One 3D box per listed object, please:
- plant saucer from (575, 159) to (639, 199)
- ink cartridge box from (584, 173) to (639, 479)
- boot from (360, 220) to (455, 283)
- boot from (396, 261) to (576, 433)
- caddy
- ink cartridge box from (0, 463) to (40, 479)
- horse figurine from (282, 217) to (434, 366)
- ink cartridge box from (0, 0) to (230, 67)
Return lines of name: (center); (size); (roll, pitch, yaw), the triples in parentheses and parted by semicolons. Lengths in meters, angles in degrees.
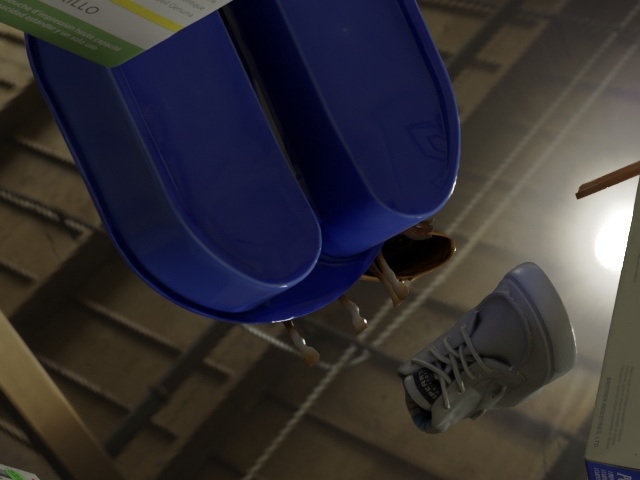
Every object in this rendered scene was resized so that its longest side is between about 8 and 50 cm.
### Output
plant saucer: (0.286, -0.061, 1.261); (0.083, 0.013, 0.083); (-22, 178, -1)
ink cartridge box: (0.168, 0.032, 0.618); (0.046, 0.097, 0.207); (7, -120, 20)
boot: (-0.010, 0.006, 1.508); (0.295, 0.104, 0.211); (-10, -167, -16)
boot: (0.133, 0.108, 1.110); (0.123, 0.258, 0.095); (-24, -112, -10)
caddy: (-0.058, -0.109, 0.910); (0.241, 0.341, 0.179); (-26, -175, -23)
ink cartridge box: (-0.417, 0.394, 1.568); (0.198, 0.270, 0.197); (37, -93, 27)
horse figurine: (0.000, 0.000, 1.150); (0.066, 0.174, 0.263); (-40, 174, 34)
ink cartridge box: (-0.031, -0.146, 0.381); (0.235, 0.171, 0.056); (-25, -111, 24)
